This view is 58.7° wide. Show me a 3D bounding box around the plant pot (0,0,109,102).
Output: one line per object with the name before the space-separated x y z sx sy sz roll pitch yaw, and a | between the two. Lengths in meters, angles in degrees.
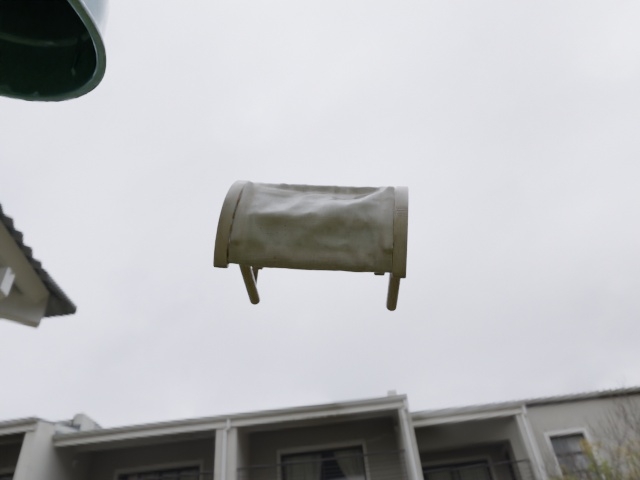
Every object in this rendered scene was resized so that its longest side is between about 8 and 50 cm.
plant pot | -0.391 -0.407 0.698 0.340 0.335 0.341 8 -22 3

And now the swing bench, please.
swing bench | 0.000 0.000 0.861 0.253 0.165 0.255 4 -18 6
